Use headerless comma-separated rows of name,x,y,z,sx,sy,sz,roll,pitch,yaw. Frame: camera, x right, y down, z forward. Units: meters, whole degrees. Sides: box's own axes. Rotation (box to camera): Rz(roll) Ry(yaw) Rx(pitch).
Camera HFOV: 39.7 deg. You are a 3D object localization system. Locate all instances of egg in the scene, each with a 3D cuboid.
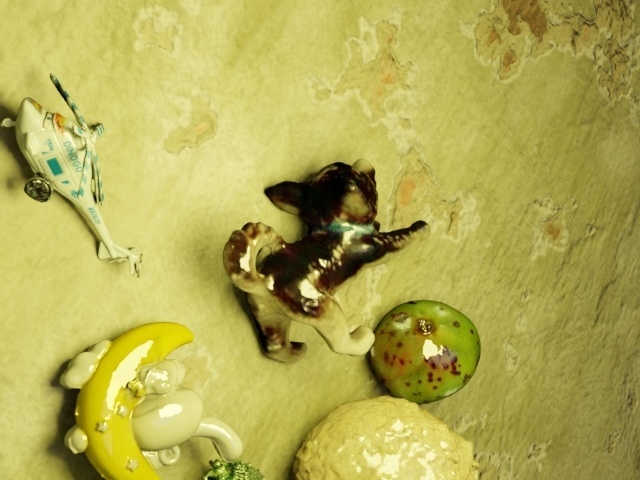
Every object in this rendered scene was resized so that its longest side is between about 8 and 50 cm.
egg,0.106,0.388,1.485,0.310,0.279,0.279,-2,96,-19

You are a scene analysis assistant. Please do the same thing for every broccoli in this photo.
broccoli,-0.148,0.419,1.374,0.160,0.167,0.155,-32,82,-5

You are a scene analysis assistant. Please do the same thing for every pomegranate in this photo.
pomegranate,0.189,0.213,1.606,0.202,0.202,0.248,-49,150,-26

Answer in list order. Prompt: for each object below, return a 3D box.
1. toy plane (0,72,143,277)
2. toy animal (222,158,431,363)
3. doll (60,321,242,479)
toy plane,-0.331,-0.077,1.204,0.273,0.107,0.182,71,6,-52
toy animal,0.000,0.000,1.406,0.303,0.194,0.344,50,58,-38
doll,-0.247,0.242,1.273,0.252,0.111,0.237,-15,88,-38
